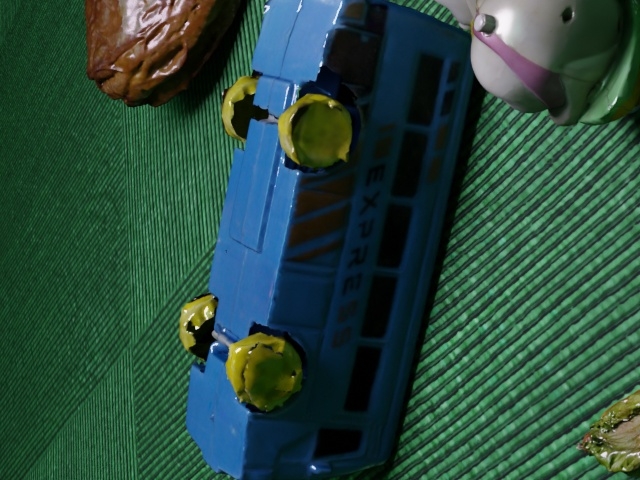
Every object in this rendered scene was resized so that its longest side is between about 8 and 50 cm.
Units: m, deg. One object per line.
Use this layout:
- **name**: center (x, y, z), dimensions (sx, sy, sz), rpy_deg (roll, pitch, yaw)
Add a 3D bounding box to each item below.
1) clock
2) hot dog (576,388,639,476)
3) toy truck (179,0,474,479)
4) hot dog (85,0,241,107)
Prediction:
- **clock**: center (0.140, -0.148, 0.819), dimensions (0.103, 0.144, 0.231), rpy_deg (-65, 31, 31)
- **hot dog**: center (0.193, 0.104, 0.737), dimensions (0.133, 0.041, 0.056), rpy_deg (-38, 48, 53)
- **toy truck**: center (0.000, 0.000, 1.022), dimensions (0.161, 0.162, 0.384), rpy_deg (24, 104, 63)
- **hot dog**: center (-0.186, -0.348, 1.512), dimensions (0.267, 0.174, 0.387), rpy_deg (177, 93, -65)
